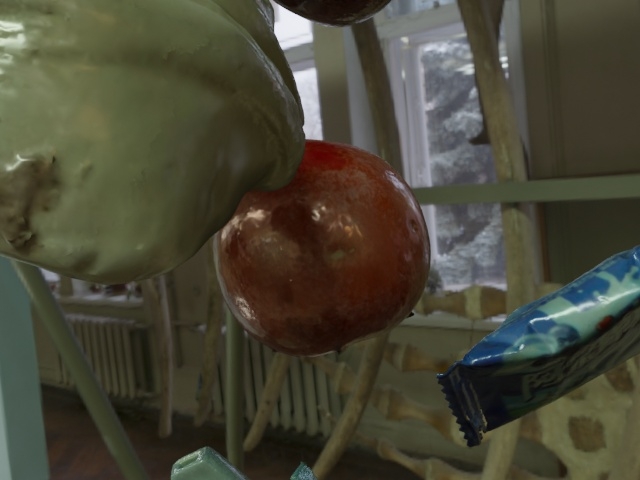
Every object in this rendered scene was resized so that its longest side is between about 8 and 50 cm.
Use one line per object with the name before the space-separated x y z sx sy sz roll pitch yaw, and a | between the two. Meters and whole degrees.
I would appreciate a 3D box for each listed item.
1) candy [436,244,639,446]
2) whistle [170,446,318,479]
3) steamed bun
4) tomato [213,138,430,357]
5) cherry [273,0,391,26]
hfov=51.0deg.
candy | 0.281 0.103 0.739 0.331 0.187 0.077 -31 43 2
whistle | -0.064 0.328 0.699 0.186 0.274 0.093 -26 16 15
steamed bun | -0.163 -0.144 0.447 0.310 0.219 0.324 24 23 14
tomato | 0.000 0.000 0.808 0.265 0.265 0.265 -6 5 0
cherry | 0.012 -0.403 0.921 0.230 0.203 0.300 19 27 -36
